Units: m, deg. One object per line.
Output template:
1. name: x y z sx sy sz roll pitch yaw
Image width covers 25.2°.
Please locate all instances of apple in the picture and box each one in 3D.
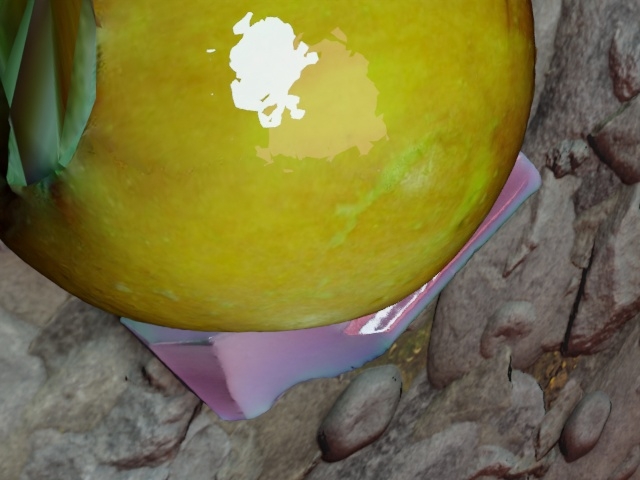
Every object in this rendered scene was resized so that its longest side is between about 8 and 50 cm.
1. apple: -0.064 -0.105 0.907 0.374 0.384 0.374 15 63 -32

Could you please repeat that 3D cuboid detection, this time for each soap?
1. soap: 0.000 0.000 1.173 0.324 0.193 0.109 -47 136 -8
